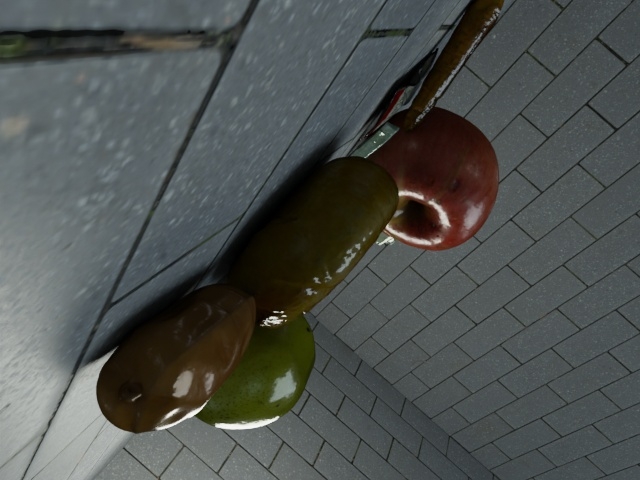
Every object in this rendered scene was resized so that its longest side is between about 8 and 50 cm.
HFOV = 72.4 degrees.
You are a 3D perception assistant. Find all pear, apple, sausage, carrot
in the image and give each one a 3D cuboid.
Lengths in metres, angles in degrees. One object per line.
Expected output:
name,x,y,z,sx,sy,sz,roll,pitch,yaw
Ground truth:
pear,-0.154,0.246,0.894,0.294,0.294,0.294,-49,179,-1
apple,0.279,-0.170,1.150,0.364,0.364,0.364,-49,179,-1
sausage,-0.163,0.136,0.538,0.136,0.120,0.241,-65,173,21
carrot,0.265,-0.367,0.928,0.314,0.066,0.066,-56,176,28

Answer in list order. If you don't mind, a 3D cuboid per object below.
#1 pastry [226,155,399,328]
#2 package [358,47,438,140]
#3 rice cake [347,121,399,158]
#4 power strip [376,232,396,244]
pastry,-0.017,0.003,0.751,0.356,0.164,0.356,-45,178,-2
package,0.171,-0.303,0.919,0.239,0.030,0.154,-52,180,-39
rice cake,0.110,-0.212,0.980,0.171,0.033,0.029,-33,-162,50
power strip,0.152,-0.101,1.383,0.118,0.270,0.046,-33,-168,47
